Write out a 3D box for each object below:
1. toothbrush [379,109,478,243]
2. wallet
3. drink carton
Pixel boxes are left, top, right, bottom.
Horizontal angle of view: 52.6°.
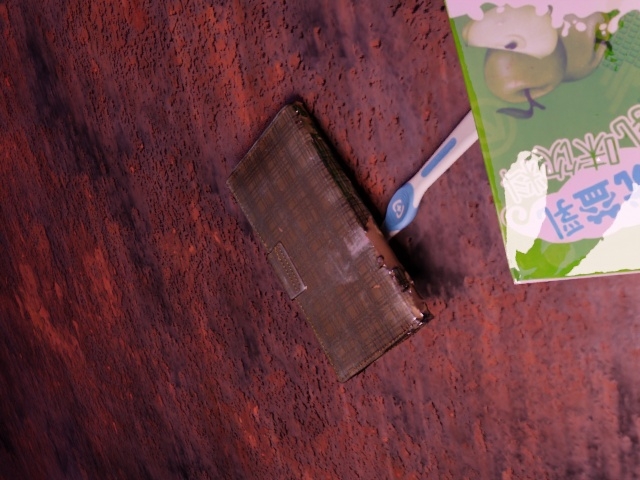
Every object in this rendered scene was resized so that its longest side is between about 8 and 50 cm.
[{"bbox_3d":[0.101,-0.043,0.733,0.040,0.040,0.386,50,131,12],"label":"toothbrush"},{"bbox_3d":[0.001,0.000,0.785,0.169,0.044,0.317,-46,66,39],"label":"wallet"},{"bbox_3d":[0.218,-0.109,0.524,0.161,0.108,0.271,-9,103,37],"label":"drink carton"}]
